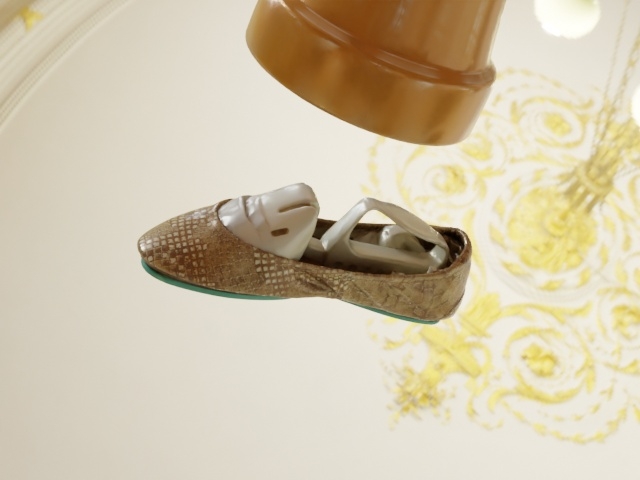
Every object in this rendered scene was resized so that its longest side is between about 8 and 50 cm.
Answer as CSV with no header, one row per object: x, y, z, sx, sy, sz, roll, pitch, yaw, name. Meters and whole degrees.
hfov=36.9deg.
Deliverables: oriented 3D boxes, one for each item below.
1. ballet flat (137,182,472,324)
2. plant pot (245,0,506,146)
0.000,0.000,0.552,0.206,0.067,0.073,8,-148,-29,ballet flat
0.068,-0.208,0.757,0.205,0.188,0.205,20,-151,-11,plant pot
